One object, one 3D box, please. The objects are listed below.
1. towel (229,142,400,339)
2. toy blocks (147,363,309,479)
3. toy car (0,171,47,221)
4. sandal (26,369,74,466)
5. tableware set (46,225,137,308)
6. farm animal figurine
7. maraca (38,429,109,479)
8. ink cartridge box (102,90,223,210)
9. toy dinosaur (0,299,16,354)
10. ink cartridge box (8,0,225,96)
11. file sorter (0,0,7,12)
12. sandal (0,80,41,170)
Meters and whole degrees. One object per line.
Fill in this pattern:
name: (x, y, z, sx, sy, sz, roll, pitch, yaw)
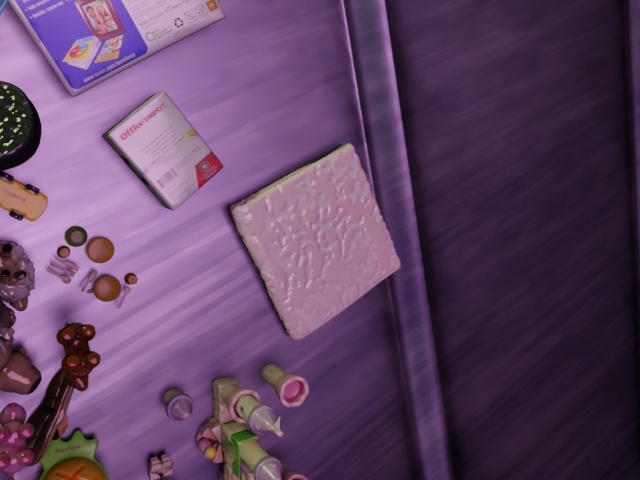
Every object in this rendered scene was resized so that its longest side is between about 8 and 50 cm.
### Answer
towel: (0.000, 0.000, 1.264, 0.317, 0.053, 0.332, -33, 113, -23)
toy blocks: (-0.150, 0.427, 1.123, 0.309, 0.260, 0.288, -6, 101, -30)
toy car: (-0.582, -0.101, 0.908, 0.225, 0.053, 0.239, -32, 112, -22)
sandal: (-0.473, 0.316, 1.037, 0.049, 0.072, 0.180, 37, 74, -51)
tableware set: (-0.403, 0.047, 1.055, 0.154, 0.024, 0.104, 35, 77, -28)
farm animal figurine: (-0.537, 0.208, 0.918, 0.330, 0.172, 0.327, -41, 98, -33)
maraca: (-0.447, 0.441, 1.051, 0.127, 0.099, 0.185, -7, 77, -26)
ink cartridge box: (-0.284, -0.162, 1.059, 0.127, 0.072, 0.175, -44, 117, -16)
toy dinosaur: (-0.554, 0.030, 0.785, 0.313, 0.121, 0.160, 25, 58, -27)
ink cartridge box: (-0.354, -0.440, 0.940, 0.303, 0.072, 0.307, -33, 119, -12)
file sorter: (-0.529, -0.331, 0.836, 0.104, 0.170, 0.118, 38, 79, -33)
sandal: (-0.622, -0.125, 0.813, 0.446, 0.107, 0.167, -5, 76, -11)
